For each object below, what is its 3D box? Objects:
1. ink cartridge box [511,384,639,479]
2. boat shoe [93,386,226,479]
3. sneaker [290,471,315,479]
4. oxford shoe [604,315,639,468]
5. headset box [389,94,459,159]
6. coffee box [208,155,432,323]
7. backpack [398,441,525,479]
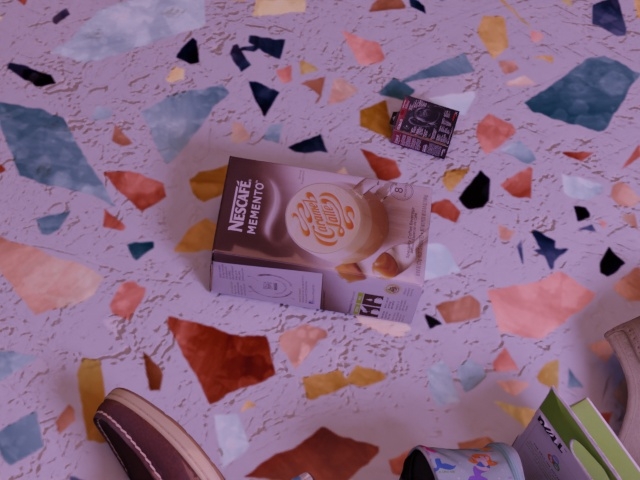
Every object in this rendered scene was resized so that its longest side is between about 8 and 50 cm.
[{"bbox_3d":[0.293,0.254,1.312,0.097,0.255,0.188,-25,66,-19],"label":"ink cartridge box"},{"bbox_3d":[-0.145,0.305,1.317,0.123,0.123,0.342,-33,74,-24],"label":"boat shoe"},{"bbox_3d":[-0.016,0.332,1.358,0.073,0.063,0.162,-20,58,2],"label":"sneaker"},{"bbox_3d":[0.408,0.266,1.417,0.147,0.140,0.396,-14,63,21],"label":"oxford shoe"},{"bbox_3d":[0.132,-0.149,1.662,0.083,0.032,0.062,17,59,4],"label":"headset box"},{"bbox_3d":[0.000,0.000,1.521,0.247,0.098,0.141,8,59,-1],"label":"coffee box"},{"bbox_3d":[0.157,0.329,1.275,0.191,0.225,0.253,-5,50,-13],"label":"backpack"}]
